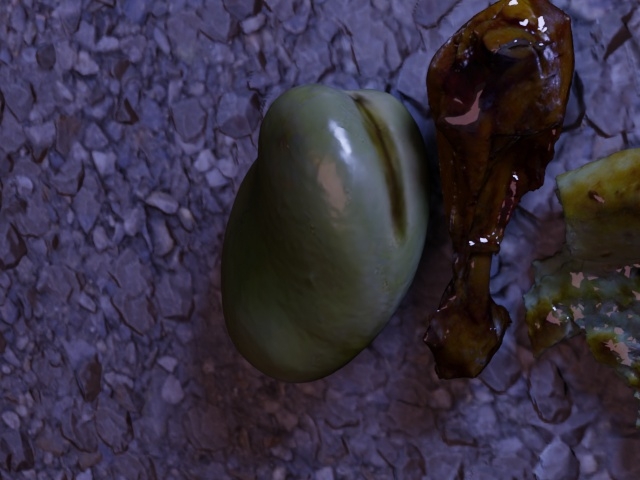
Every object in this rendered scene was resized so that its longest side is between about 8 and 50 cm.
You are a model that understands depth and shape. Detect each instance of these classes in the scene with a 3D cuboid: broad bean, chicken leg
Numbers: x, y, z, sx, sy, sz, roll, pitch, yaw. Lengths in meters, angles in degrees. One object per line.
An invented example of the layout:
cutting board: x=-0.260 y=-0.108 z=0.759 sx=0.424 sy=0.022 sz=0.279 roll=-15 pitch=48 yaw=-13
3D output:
broad bean: x=0.000 y=0.000 z=0.991 sx=0.189 sy=0.121 sz=0.263 roll=53 pitch=138 yaw=30
chicken leg: x=0.115 y=-0.033 z=0.913 sx=0.093 sy=0.113 sz=0.304 roll=34 pitch=125 yaw=43

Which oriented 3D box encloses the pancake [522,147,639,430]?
pancake: x=0.326 y=0.089 z=0.843 sx=0.427 sy=0.067 sz=0.305 roll=46 pitch=125 yaw=10
